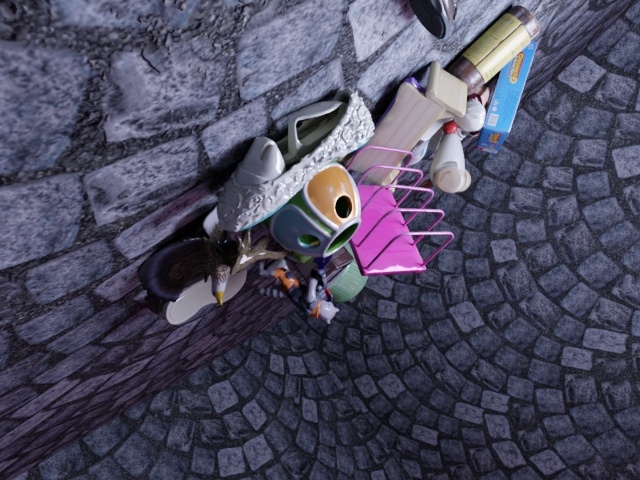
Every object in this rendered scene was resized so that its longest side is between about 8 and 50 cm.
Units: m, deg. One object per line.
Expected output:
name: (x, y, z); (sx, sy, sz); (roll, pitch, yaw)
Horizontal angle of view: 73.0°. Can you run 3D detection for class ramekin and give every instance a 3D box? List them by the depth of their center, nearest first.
ramekin: (0.065, 0.127, 2.035); (0.303, 0.303, 0.148); (-41, 138, 16)

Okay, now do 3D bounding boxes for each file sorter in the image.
file sorter: (0.185, -0.081, 1.134); (0.202, 0.291, 0.182); (-1, 146, -29)

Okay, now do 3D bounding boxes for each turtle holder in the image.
turtle holder: (-0.039, -0.061, 1.084); (0.320, 0.227, 0.243); (-50, 164, 28)

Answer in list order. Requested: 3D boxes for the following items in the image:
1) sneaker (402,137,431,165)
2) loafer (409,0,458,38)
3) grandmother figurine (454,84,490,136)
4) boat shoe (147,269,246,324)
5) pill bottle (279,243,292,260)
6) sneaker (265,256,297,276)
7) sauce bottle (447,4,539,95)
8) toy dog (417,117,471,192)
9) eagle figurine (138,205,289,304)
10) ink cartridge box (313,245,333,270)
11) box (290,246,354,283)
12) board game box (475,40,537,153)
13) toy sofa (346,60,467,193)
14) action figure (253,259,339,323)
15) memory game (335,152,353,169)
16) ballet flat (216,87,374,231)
sneaker: (0.343, -0.357, 1.556); (0.092, 0.087, 0.229); (-24, 156, -31)
loafer: (0.206, -0.441, 0.748); (0.084, 0.096, 0.267); (-48, 165, 15)
grandmother figurine: (0.488, -0.431, 1.377); (0.104, 0.208, 0.342); (-16, -157, 28)
boat shoe: (-0.356, 0.144, 1.292); (0.324, 0.096, 0.117); (-30, 126, -52)
pill bottle: (-0.079, 0.003, 1.515); (0.130, 0.130, 0.246); (-37, 169, -8)
sneaker: (-0.145, 0.117, 1.856); (0.212, 0.094, 0.080); (-29, 167, -39)
sauce bottle: (0.442, -0.497, 1.229); (0.344, 0.111, 0.111); (-40, 169, 17)
toy dog: (0.377, -0.289, 1.401); (0.161, 0.334, 0.220); (-10, 157, 28)
eagle figurine: (-0.271, 0.048, 1.048); (0.298, 0.225, 0.226); (-3, 149, 37)
ink cartridge box: (0.000, 0.000, 1.615); (0.045, 0.208, 0.206); (5, 155, -13)
box: (-0.001, 0.068, 1.829); (0.168, 0.203, 0.167); (-44, 167, 30)
board game box: (0.656, -0.500, 1.550); (0.302, 0.086, 0.308); (6, 101, -74)
toy sofa: (0.232, -0.318, 1.227); (0.362, 0.177, 0.150); (-52, -166, 50)
action figure: (-0.079, 0.231, 1.700); (0.178, 0.330, 0.341); (-49, 150, -29)
memory game: (0.030, -0.207, 1.325); (0.186, 0.012, 0.186); (-37, 169, -8)
ballet flat: (-0.065, -0.186, 0.895); (0.409, 0.147, 0.147); (-38, 169, -16)
